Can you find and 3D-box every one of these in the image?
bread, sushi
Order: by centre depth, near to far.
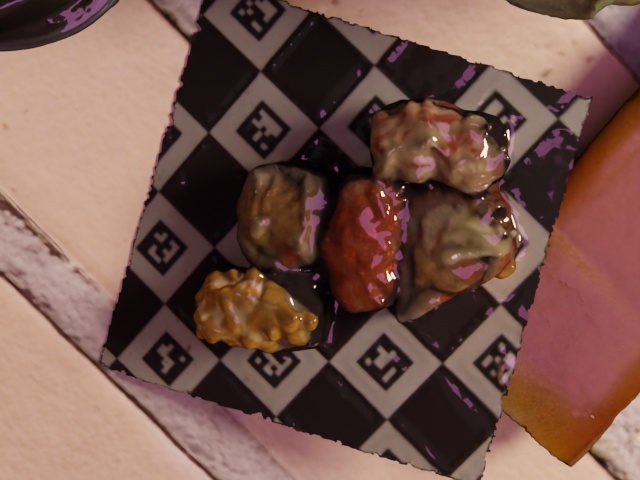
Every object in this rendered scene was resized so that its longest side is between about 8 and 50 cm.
[{"bbox_3d":[0.000,0.000,0.886,0.292,0.059,0.294,18,103,14],"label":"sushi"},{"bbox_3d":[0.237,-0.026,0.903,0.138,0.077,0.361,41,100,3],"label":"bread"}]

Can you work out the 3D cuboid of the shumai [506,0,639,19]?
[{"bbox_3d":[0.195,-0.246,0.734,0.288,0.330,0.292,-37,125,-2],"label":"shumai"}]

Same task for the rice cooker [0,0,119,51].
[{"bbox_3d":[-0.209,-0.240,0.787,0.267,0.224,0.267,0,101,1],"label":"rice cooker"}]
